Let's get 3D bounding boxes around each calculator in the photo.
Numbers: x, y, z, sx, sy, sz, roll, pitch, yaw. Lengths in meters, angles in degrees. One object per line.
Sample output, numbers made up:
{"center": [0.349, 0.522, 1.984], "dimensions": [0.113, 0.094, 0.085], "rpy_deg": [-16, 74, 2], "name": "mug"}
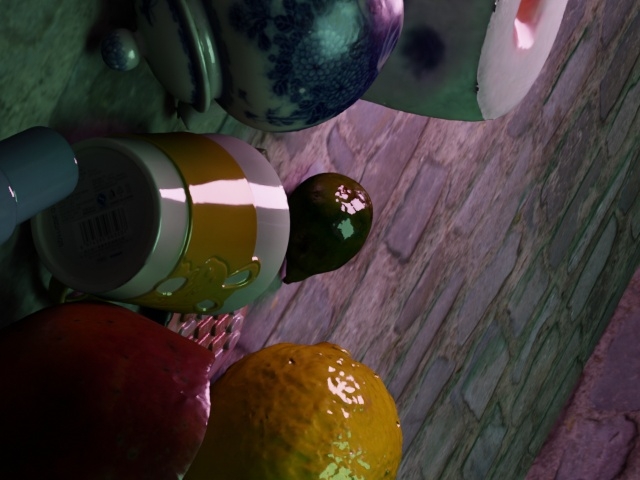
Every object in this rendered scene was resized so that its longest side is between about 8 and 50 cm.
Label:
{"center": [-0.134, 0.059, 2.061], "dimensions": [0.220, 0.048, 0.329], "rpy_deg": [-47, 153, -48], "name": "calculator"}

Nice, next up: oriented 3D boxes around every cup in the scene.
{"center": [-0.175, -0.002, 1.746], "dimensions": [0.241, 0.185, 0.226], "rpy_deg": [-42, 161, 18], "name": "cup"}

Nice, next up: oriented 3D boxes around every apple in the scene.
{"center": [-0.234, 0.208, 1.576], "dimensions": [0.365, 0.329, 0.295], "rpy_deg": [-73, 156, -70], "name": "apple"}

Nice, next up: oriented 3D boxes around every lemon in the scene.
{"center": [-0.038, 0.270, 2.198], "dimensions": [0.322, 0.268, 0.268], "rpy_deg": [-60, 158, -17], "name": "lemon"}

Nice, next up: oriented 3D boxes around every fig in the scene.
{"center": [0.000, 0.000, 2.273], "dimensions": [0.117, 0.117, 0.177], "rpy_deg": [-41, 157, -52], "name": "fig"}

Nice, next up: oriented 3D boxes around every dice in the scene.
{"center": [0.125, -0.299, 2.055], "dimensions": [0.268, 0.263, 0.264], "rpy_deg": [-26, 133, -60], "name": "dice"}

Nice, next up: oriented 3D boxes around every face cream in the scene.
{"center": [-0.338, 0.000, 1.427], "dimensions": [0.385, 0.086, 0.135], "rpy_deg": [-34, 145, -50], "name": "face cream"}

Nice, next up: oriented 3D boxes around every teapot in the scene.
{"center": [-0.074, -0.218, 1.700], "dimensions": [0.280, 0.252, 0.424], "rpy_deg": [-20, 161, -15], "name": "teapot"}
